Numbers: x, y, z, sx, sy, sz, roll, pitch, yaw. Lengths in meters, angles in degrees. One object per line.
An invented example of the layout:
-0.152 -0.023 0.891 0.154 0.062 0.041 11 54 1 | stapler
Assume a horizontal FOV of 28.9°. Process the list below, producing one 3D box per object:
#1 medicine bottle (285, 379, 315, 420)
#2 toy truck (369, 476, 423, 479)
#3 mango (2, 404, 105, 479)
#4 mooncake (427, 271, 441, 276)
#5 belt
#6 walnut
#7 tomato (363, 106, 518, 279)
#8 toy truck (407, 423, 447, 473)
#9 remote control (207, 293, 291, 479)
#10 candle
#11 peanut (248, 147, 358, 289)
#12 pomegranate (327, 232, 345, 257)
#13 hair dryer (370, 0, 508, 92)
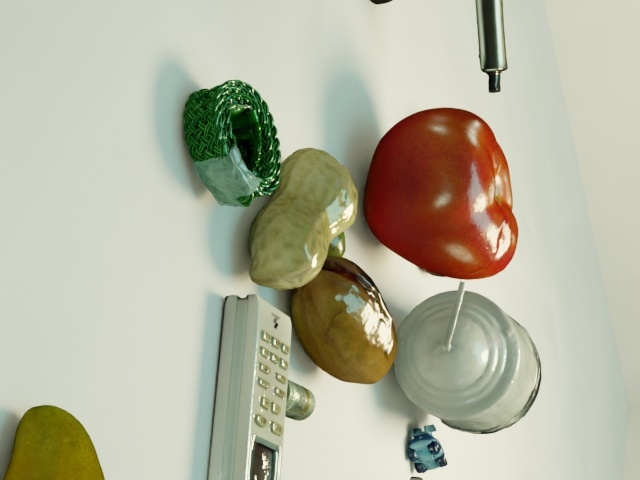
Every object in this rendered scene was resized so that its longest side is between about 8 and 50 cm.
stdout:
-0.042 0.203 1.597 0.083 0.047 0.047 37 52 -61 | medicine bottle
0.101 0.416 1.759 0.268 0.155 0.124 1 85 -68 | toy truck
-0.233 0.249 1.057 0.136 0.099 0.227 48 33 -46 | mango
0.239 -0.057 2.252 0.245 0.133 0.245 37 47 -54 | mooncake
-0.109 -0.111 1.471 0.121 0.079 0.151 -17 90 -57 | belt
0.032 0.111 1.696 0.245 0.137 0.137 63 31 -44 | walnut
0.188 -0.071 1.990 0.298 0.226 0.298 44 40 -52 | tomato
0.180 0.345 2.117 0.090 0.056 0.073 -87 154 -52 | toy truck
-0.082 0.211 1.484 0.103 0.055 0.277 42 47 -59 | remote control
0.239 0.202 2.053 0.342 0.221 0.221 33 55 -66 | candle
-0.020 -0.029 1.604 0.256 0.124 0.123 -69 146 -52 | peanut
-0.002 -0.003 1.727 0.084 0.073 0.073 53 -9 49 | pomegranate
0.210 -0.405 2.050 0.156 0.320 0.284 32 67 -64 | hair dryer
